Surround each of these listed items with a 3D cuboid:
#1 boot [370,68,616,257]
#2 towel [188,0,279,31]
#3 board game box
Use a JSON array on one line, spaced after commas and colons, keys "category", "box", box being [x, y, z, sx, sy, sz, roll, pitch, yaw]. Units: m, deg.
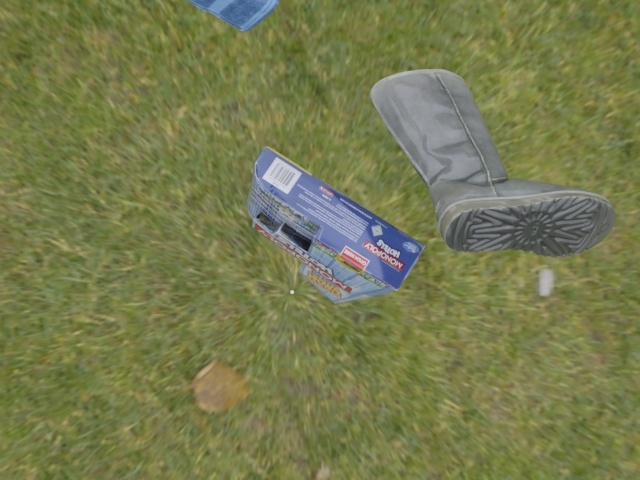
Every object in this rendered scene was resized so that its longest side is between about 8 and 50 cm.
[{"category": "boot", "box": [0.159, -0.077, 1.239, 0.190, 0.208, 0.076, 4, 126, -21]}, {"category": "towel", "box": [-0.106, -0.264, 1.381, 0.119, 0.067, 0.029, 26, 50, -32]}, {"category": "board game box", "box": [0.000, 0.000, 1.415, 0.194, 0.194, 0.060, 32, 74, 3]}]
